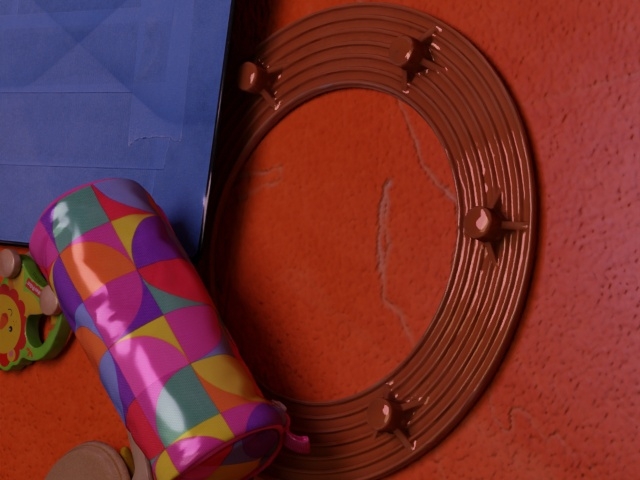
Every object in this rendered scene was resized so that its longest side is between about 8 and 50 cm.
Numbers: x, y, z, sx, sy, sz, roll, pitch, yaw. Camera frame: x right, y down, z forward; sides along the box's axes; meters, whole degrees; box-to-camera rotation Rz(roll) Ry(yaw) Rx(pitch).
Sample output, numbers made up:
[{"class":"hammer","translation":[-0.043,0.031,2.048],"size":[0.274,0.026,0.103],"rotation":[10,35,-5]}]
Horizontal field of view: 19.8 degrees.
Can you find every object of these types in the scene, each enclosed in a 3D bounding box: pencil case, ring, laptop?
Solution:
[{"class":"pencil case","translation":[-0.106,0.068,1.225],"size":[0.104,0.104,0.236],"rotation":[-46,62,24]},{"class":"ring","translation":[0.000,0.000,1.239],"size":[0.336,0.032,0.336],"rotation":[-11,72,39]},{"class":"laptop","translation":[-0.257,-0.214,1.355],"size":[0.382,0.408,0.236],"rotation":[4,51,47]}]

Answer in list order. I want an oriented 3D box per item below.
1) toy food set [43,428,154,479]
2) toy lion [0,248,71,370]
[{"class":"toy food set","translation":[-0.168,0.213,1.338],"size":[0.192,0.038,0.132],"rotation":[-37,51,35]},{"class":"toy lion","translation":[-0.232,0.062,1.428],"size":[0.100,0.034,0.096],"rotation":[34,110,40]}]
